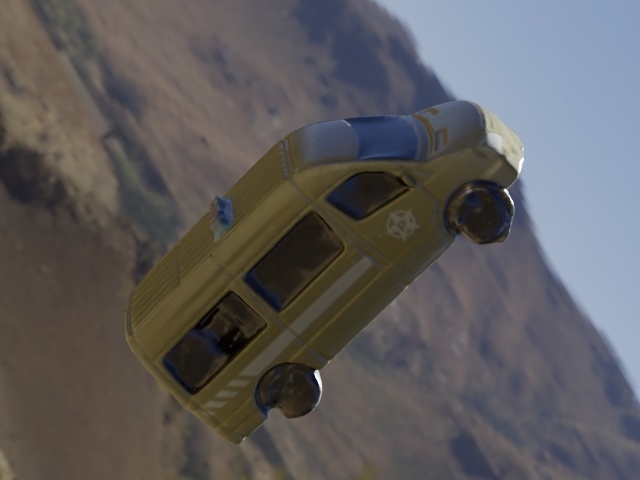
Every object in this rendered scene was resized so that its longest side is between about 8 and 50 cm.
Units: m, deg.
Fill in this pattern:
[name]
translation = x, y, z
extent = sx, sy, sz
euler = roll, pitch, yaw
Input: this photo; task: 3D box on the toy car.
[toy car]
translation = 0.000, 0.000, 1.015
extent = 0.124, 0.256, 0.101
euler = 41, 13, -19
